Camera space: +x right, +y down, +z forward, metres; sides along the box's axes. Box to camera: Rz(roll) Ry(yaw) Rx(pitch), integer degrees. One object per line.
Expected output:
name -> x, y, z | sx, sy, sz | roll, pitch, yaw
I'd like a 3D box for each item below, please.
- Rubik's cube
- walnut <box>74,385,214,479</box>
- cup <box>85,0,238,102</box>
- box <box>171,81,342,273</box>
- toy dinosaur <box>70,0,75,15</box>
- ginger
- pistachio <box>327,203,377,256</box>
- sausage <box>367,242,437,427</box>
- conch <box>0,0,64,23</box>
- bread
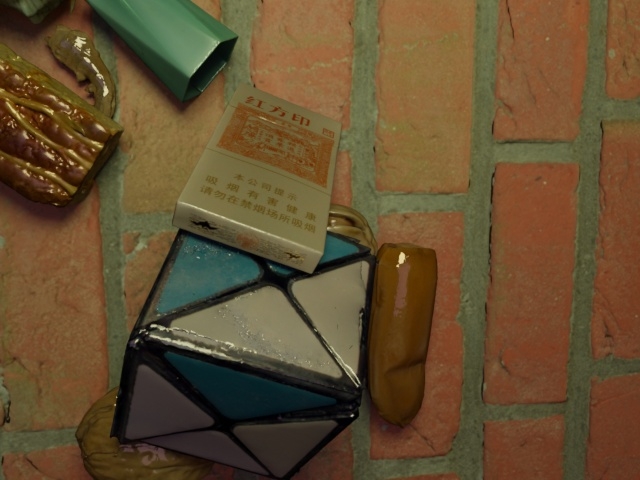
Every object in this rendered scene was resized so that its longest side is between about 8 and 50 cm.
Rubik's cube -> -0.114, 0.148, 0.769 | 0.306, 0.306, 0.310 | 22, 133, -10
walnut -> -0.295, 0.341, 0.875 | 0.245, 0.198, 0.197 | 9, 95, -14
cup -> -0.274, -0.364, 0.843 | 0.236, 0.148, 0.134 | 40, 58, -5
box -> -0.077, -0.119, 0.797 | 0.205, 0.365, 0.051 | 19, 130, -9
toy dinosaur -> -0.372, -0.398, 0.773 | 0.041, 0.026, 0.113 | 27, 132, 7
ginger -> -0.401, -0.289, 0.865 | 0.070, 0.051, 0.173 | -28, 97, -1
pistachio -> 0.000, 0.000, 0.915 | 0.215, 0.144, 0.143 | 7, 95, -5
sausage -> 0.148, 0.182, 0.961 | 0.134, 0.116, 0.353 | 0, 98, -40
conch -> -0.462, -0.467, 0.794 | 0.386, 0.170, 0.203 | -47, 124, -33
bread -> -0.488, -0.189, 0.818 | 0.275, 0.114, 0.184 | 35, 105, -12
